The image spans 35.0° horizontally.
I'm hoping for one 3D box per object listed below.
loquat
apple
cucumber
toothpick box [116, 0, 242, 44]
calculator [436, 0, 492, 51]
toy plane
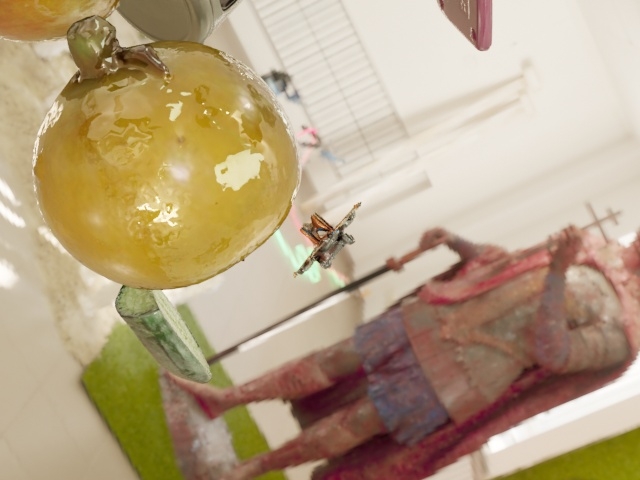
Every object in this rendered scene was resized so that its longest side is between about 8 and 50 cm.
[{"bbox_3d":[-0.199,-0.108,1.229,0.328,0.328,0.359,-98,163,-55],"label":"loquat"},{"bbox_3d":[-0.425,-0.358,1.327,0.179,0.346,0.254,-65,146,-17],"label":"apple"},{"bbox_3d":[-0.226,0.146,1.498,0.115,0.063,0.244,61,-1,43],"label":"cucumber"},{"bbox_3d":[-0.164,-0.445,1.460,0.316,0.229,0.229,-52,128,-27],"label":"toothpick box"},{"bbox_3d":[0.157,-0.307,1.166,0.190,0.034,0.127,-107,-171,-54],"label":"calculator"},{"bbox_3d":[0.009,0.008,1.399,0.062,0.135,0.188,42,-10,12],"label":"toy plane"}]
